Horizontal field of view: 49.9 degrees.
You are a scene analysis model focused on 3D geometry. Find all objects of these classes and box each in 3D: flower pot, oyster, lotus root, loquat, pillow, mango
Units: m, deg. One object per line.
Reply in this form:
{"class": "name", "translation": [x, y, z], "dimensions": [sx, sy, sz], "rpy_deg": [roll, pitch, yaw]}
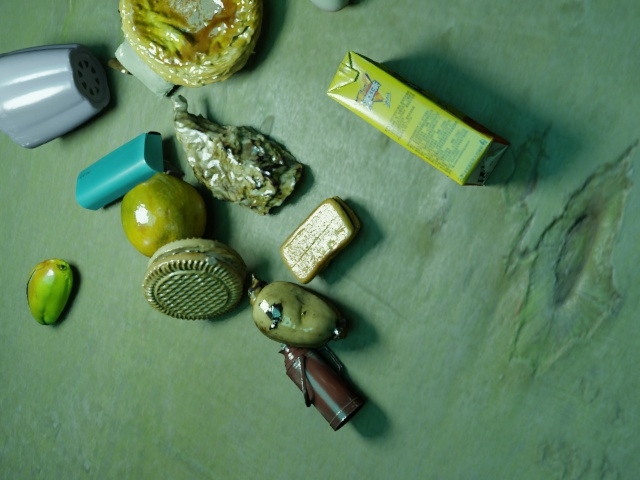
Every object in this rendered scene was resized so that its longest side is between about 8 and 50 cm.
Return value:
{"class": "flower pot", "translation": [-0.714, -0.407, 1.831], "dimensions": [0.243, 0.265, 0.265], "rpy_deg": [-16, 86, 17]}
{"class": "oyster", "translation": [-0.233, -0.183, 1.662], "dimensions": [0.396, 0.111, 0.204], "rpy_deg": [31, 110, 19]}
{"class": "lotus root", "translation": [-0.536, -0.469, 1.839], "dimensions": [0.083, 0.037, 0.030], "rpy_deg": [26, 101, 25]}
{"class": "loquat", "translation": [-0.374, -0.037, 1.690], "dimensions": [0.213, 0.213, 0.246], "rpy_deg": [-23, 104, 27]}
{"class": "pillow", "translation": [-0.426, -0.455, 1.738], "dimensions": [0.181, 0.078, 0.134], "rpy_deg": [44, 126, -5]}
{"class": "lotus root", "translation": [-0.062, 0.171, 1.564], "dimensions": [0.256, 0.154, 0.140], "rpy_deg": [20, 97, 22]}
{"class": "mango", "translation": [-0.784, 0.148, 1.977], "dimensions": [0.125, 0.111, 0.233], "rpy_deg": [50, 127, 31]}

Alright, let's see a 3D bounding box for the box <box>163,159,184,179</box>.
{"class": "box", "translation": [-0.408, -0.165, 1.782], "dimensions": [0.085, 0.060, 0.063], "rpy_deg": [-48, 64, 23]}

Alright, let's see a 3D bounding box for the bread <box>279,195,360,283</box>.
{"class": "bread", "translation": [0.000, 0.000, 1.563], "dimensions": [0.200, 0.077, 0.116], "rpy_deg": [-46, 74, 25]}

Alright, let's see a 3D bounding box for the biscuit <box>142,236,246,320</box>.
{"class": "biscuit", "translation": [-0.300, 0.097, 1.651], "dimensions": [0.259, 0.259, 0.079], "rpy_deg": [-31, 42, 26]}

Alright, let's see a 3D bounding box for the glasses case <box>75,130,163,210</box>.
{"class": "glasses case", "translation": [-0.533, -0.183, 1.808], "dimensions": [0.301, 0.070, 0.117], "rpy_deg": [-23, 66, 36]}

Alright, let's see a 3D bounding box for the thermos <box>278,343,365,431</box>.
{"class": "thermos", "translation": [-0.006, 0.316, 1.582], "dimensions": [0.124, 0.099, 0.232], "rpy_deg": [-38, 70, -13]}

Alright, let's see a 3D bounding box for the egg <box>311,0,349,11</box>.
{"class": "egg", "translation": [0.013, -0.563, 1.501], "dimensions": [0.103, 0.103, 0.135], "rpy_deg": [-37, 77, 25]}

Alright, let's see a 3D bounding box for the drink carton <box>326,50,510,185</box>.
{"class": "drink carton", "translation": [0.195, -0.248, 1.396], "dimensions": [0.351, 0.154, 0.111], "rpy_deg": [38, 110, 21]}

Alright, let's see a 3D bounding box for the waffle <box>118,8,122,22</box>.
{"class": "waffle", "translation": [-0.424, -0.628, 1.760], "dimensions": [0.234, 0.055, 0.221], "rpy_deg": [12, 99, 22]}

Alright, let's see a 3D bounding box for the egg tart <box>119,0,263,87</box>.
{"class": "egg tart", "translation": [-0.298, -0.537, 1.629], "dimensions": [0.351, 0.150, 0.352], "rpy_deg": [2, 103, 8]}
